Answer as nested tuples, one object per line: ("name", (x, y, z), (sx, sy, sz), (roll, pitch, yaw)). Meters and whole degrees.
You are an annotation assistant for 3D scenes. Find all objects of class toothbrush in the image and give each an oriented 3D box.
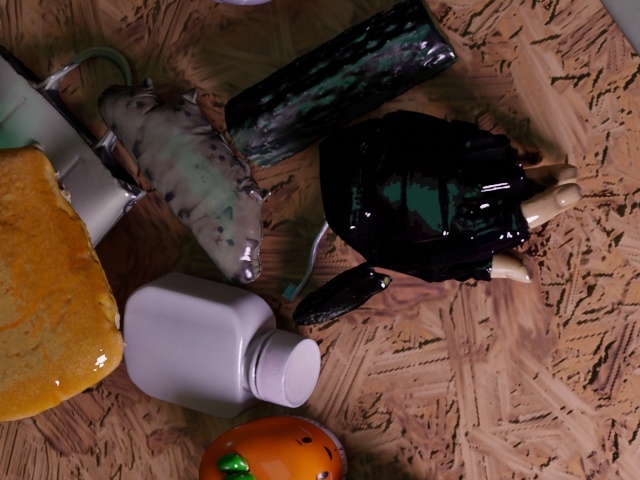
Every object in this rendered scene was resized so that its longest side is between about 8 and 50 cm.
("toothbrush", (0.000, 0.000, 1.216), (0.013, 0.011, 0.131), (30, 106, 4))

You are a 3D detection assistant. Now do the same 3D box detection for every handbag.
("handbag", (-0.303, -0.065, 1.340), (0.241, 0.109, 0.315), (45, 108, 20))

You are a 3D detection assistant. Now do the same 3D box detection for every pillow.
("pillow", (-0.117, -0.070, 1.254), (0.093, 0.051, 0.241), (-42, 76, 19))

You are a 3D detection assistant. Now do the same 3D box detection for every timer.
("timer", (-0.050, 0.205, 1.186), (0.136, 0.136, 0.099), (-19, 76, 29))

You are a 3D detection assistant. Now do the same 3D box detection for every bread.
("bread", (-0.280, 0.042, 1.227), (0.174, 0.121, 0.245), (-25, 76, 12))

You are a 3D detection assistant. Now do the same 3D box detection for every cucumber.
("cucumber", (0.016, 0.050, 1.164), (0.033, 0.034, 0.135), (42, 151, -9))
("cucumber", (0.013, -0.143, 1.175), (0.211, 0.062, 0.078), (-29, 76, 27))

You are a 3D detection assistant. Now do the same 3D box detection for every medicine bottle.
("medicine bottle", (-0.094, 0.102, 1.233), (0.183, 0.069, 0.119), (13, 111, 30))

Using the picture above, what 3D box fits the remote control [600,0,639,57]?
("remote control", (0.309, -0.122, 1.019), (0.090, 0.038, 0.309), (-40, 71, 26))

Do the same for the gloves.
("gloves", (0.113, -0.036, 1.098), (0.203, 0.124, 0.164), (-9, 105, 37))

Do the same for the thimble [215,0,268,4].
("thimble", (-0.101, -0.329, 1.157), (0.172, 0.205, 0.236), (16, 100, 30))
